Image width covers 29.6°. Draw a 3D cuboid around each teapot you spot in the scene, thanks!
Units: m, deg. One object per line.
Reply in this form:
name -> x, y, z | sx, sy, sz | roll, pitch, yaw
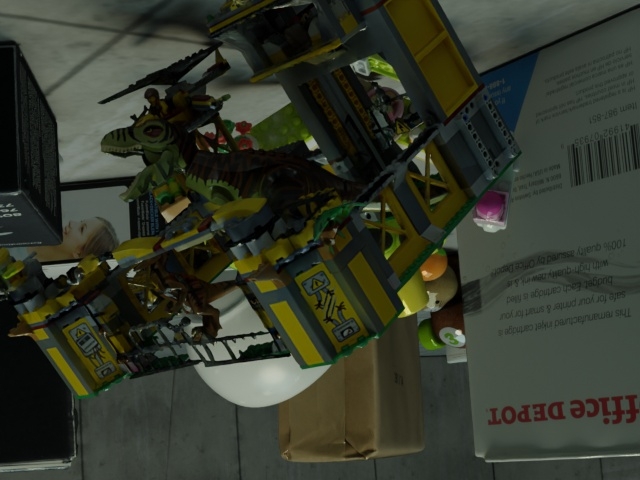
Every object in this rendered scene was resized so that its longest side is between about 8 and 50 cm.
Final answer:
teapot -> -0.093, 0.077, 1.572 | 0.256, 0.252, 0.187 | -30, 122, 23

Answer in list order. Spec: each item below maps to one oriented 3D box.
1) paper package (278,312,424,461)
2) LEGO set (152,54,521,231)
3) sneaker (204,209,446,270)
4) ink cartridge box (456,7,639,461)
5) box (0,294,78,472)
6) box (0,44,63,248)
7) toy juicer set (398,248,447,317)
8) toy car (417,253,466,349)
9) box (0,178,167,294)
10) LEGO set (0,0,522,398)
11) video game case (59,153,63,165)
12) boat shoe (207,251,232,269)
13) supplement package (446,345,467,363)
paper package -> 0.054, 0.210, 2.018 | 0.168, 0.309, 0.325 | -5, 170, 18
LEGO set -> 0.005, -0.080, 0.906 | 0.287, 0.132, 0.107 | 1, 162, 9
sneaker -> 0.000, 0.000, 1.370 | 0.296, 0.109, 0.123 | 0, 165, -25
ink cartridge box -> 0.222, 0.009, 0.929 | 0.129, 0.307, 0.223 | 4, 168, -35
box -> -0.621, 0.214, 1.800 | 0.480, 0.297, 0.472 | -2, 169, -16
box -> -0.282, -0.060, 0.904 | 0.153, 0.108, 0.207 | -3, 171, -6
toy juicer set -> 0.031, 0.061, 1.743 | 0.329, 0.089, 0.209 | -20, -166, 33
toy car -> 0.172, 0.085, 1.849 | 0.188, 0.148, 0.155 | 12, 157, -44
box -> -0.288, 0.000, 1.314 | 0.290, 0.087, 0.169 | -5, 170, 5
LEGO set -> -0.065, -0.055, 0.694 | 0.255, 0.192, 0.331 | -41, -162, -31
video game case -> -0.340, -0.007, 1.109 | 0.183, 0.023, 0.201 | -45, -164, -31
boat shoe -> -0.156, 0.009, 1.418 | 0.226, 0.075, 0.083 | -10, 156, 7
supplement package -> 0.401, 0.155, 2.335 | 0.262, 0.145, 0.204 | 1, 169, -32
